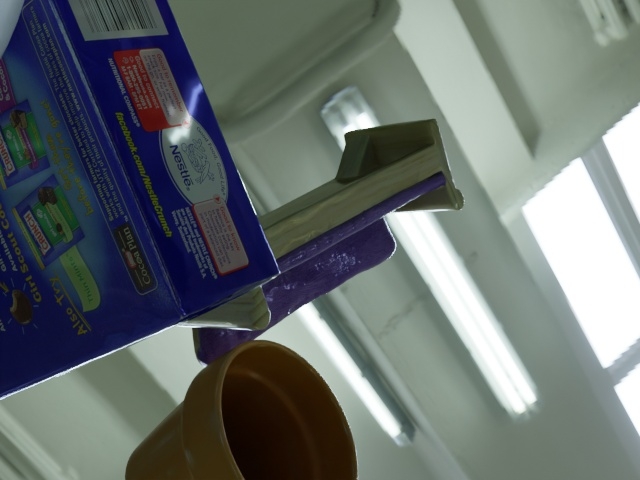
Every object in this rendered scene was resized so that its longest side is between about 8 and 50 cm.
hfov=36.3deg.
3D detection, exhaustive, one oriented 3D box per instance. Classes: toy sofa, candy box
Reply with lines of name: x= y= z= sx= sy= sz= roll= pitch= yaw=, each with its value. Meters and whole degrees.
toy sofa: x=0.000 y=0.000 z=1.107 sx=0.150 sy=0.177 sz=0.362 roll=-4 pitch=-161 yaw=47
candy box: x=-0.219 y=-0.033 z=0.771 sx=0.317 sy=0.268 sz=0.122 roll=-23 pitch=178 yaw=38

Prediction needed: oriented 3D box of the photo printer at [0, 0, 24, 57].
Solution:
photo printer: x=-0.138 y=-0.178 z=0.281 sx=0.256 sy=0.107 sz=0.308 roll=-71 pitch=-174 yaw=-69

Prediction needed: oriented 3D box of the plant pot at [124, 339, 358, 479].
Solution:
plant pot: x=-0.097 y=0.233 z=1.018 sx=0.188 sy=0.205 sz=0.205 roll=-31 pitch=-154 yaw=30
